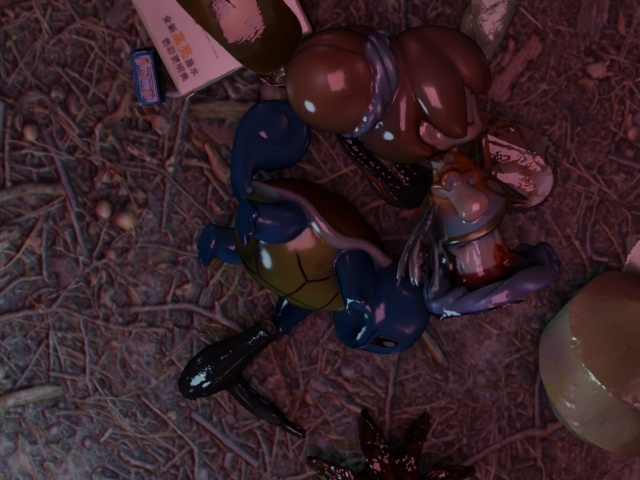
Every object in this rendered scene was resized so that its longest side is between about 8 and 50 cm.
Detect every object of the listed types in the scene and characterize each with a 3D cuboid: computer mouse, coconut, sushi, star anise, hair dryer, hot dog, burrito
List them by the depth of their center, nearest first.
[{"bbox_3d":[-0.115,-0.315,1.290,0.199,0.045,0.102,44,96,-7],"label":"computer mouse"},{"bbox_3d":[0.440,0.169,1.343,0.259,0.259,0.259,1,100,3],"label":"coconut"},{"bbox_3d":[0.232,-0.309,1.362,0.074,0.044,0.118,25,98,-4],"label":"burrito"},{"bbox_3d":[-0.031,-0.245,1.381,0.118,0.060,0.061,-21,93,6],"label":"sushi"},{"bbox_3d":[0.226,-0.127,1.385,0.252,0.069,0.131,23,109,2],"label":"hot dog"},{"bbox_3d":[0.102,0.392,1.440,0.288,0.088,0.288,-3,74,10],"label":"star anise"},{"bbox_3d":[-0.088,0.228,1.461,0.195,0.075,0.219,-35,112,29],"label":"hair dryer"}]

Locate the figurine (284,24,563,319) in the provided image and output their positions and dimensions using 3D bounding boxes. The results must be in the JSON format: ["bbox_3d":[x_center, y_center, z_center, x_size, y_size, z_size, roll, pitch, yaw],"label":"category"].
[{"bbox_3d":[0.131,-0.105,1.226,0.248,0.276,0.388,-18,100,12],"label":"figurine"}]

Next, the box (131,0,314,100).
[{"bbox_3d":[-0.161,-0.368,1.352,0.221,0.091,0.274,-28,98,7],"label":"box"}]

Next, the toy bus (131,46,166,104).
[{"bbox_3d":[-0.253,-0.241,1.402,0.038,0.046,0.083,-7,100,4],"label":"toy bus"}]

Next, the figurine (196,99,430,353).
[{"bbox_3d":[-0.030,0.012,1.364,0.243,0.298,0.416,-36,93,-36],"label":"figurine"}]

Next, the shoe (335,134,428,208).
[{"bbox_3d":[0.074,-0.122,1.387,0.074,0.077,0.194,-40,92,-16],"label":"shoe"}]

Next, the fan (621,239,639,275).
[{"bbox_3d":[0.544,-0.008,1.413,0.190,0.009,0.329,1,100,4],"label":"fan"}]
